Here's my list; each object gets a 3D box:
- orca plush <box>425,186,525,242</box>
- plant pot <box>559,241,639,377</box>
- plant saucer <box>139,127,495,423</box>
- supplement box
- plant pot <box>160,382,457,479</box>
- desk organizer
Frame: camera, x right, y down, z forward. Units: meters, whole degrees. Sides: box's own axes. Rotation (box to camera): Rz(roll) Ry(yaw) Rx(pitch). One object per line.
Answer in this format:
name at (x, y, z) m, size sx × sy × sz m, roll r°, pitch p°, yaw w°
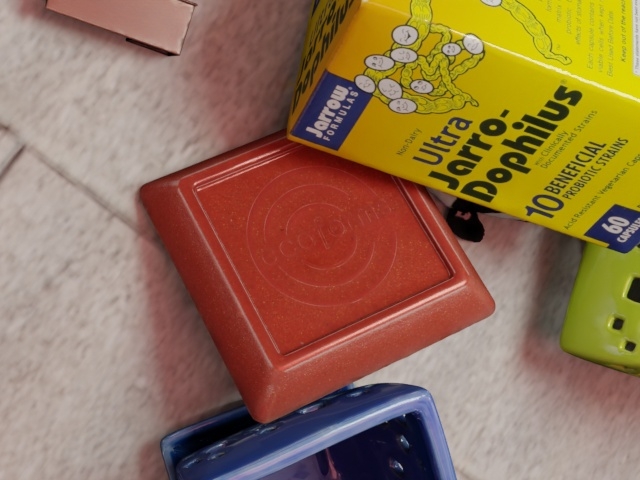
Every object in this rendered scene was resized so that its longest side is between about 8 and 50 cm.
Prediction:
orca plush at (0.216, -0.051, 1.175) m, size 0.287 × 0.102 × 0.151 m, roll 37°, pitch 82°, yaw -21°
plant pot at (0.415, 0.051, 1.176) m, size 0.227 × 0.207 × 0.228 m, roll 17°, pitch 90°, yaw -43°
plant saucer at (0.000, 0.000, 1.056) m, size 0.258 × 0.048 × 0.259 m, roll -23°, pitch 70°, yaw -18°
supplement box at (0.176, -0.161, 1.034) m, size 0.356 × 0.194 × 0.195 m, roll 18°, pitch 54°, yaw -12°
plant pot at (-0.013, 0.260, 1.058) m, size 0.236 × 0.212 × 0.236 m, roll -19°, pitch 103°, yaw -19°
desk organizer at (-0.184, -0.211, 1.033) m, size 0.130 × 0.047 × 0.050 m, roll 17°, pitch 92°, yaw -22°
